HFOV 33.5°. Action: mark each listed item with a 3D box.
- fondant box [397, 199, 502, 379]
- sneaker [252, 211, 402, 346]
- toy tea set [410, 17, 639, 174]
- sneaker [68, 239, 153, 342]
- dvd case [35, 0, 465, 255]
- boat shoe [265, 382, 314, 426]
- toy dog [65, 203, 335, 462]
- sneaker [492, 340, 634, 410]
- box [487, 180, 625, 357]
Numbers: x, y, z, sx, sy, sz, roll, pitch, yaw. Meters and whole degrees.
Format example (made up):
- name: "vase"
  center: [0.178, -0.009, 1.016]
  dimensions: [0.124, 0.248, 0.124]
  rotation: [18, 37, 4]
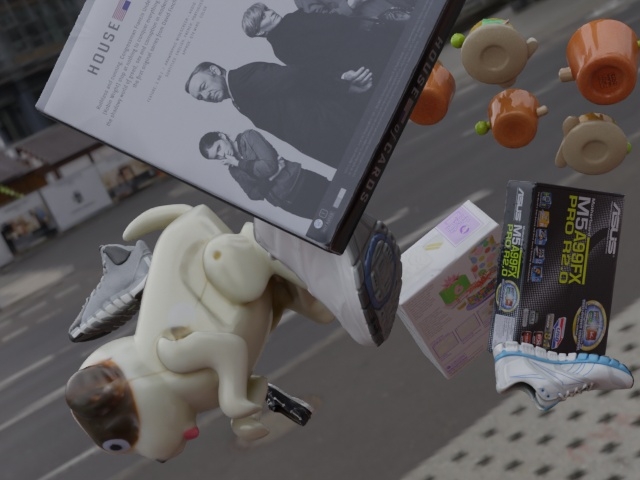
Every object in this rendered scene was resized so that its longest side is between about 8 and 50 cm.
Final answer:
- name: "fondant box"
  center: [0.273, 0.105, 2.100]
  dimensions: [0.238, 0.330, 0.096]
  rotation: [-39, 51, -4]
- name: "sneaker"
  center: [0.000, 0.000, 1.220]
  dimensions: [0.129, 0.297, 0.111]
  rotation: [-8, 31, 35]
- name: "toy tea set"
  center: [0.274, -0.221, 1.436]
  dimensions: [0.336, 0.200, 0.124]
  rotation: [14, 38, 0]
- name: "sneaker"
  center: [-0.379, 0.079, 1.907]
  dimensions: [0.228, 0.132, 0.086]
  rotation: [-35, -18, 17]
- name: "dvd case"
  center: [-0.051, -0.118, 0.667]
  dimensions: [0.179, 0.238, 0.029]
  rotation: [-64, -25, 0]
- name: "boat shoe"
  center: [-0.073, 0.291, 1.898]
  dimensions: [0.038, 0.125, 0.046]
  rotation: [-57, -17, -26]
- name: "toy dog"
  center: [-0.221, 0.159, 1.680]
  dimensions: [0.408, 0.395, 0.284]
  rotation: [-53, -6, -14]
- name: "sneaker"
  center: [0.327, 0.195, 1.443]
  dimensions: [0.190, 0.083, 0.071]
  rotation: [6, -29, 8]
- name: "box"
  center: [0.371, 0.049, 1.662]
  dimensions: [0.216, 0.270, 0.060]
  rotation: [5, 3, -36]
